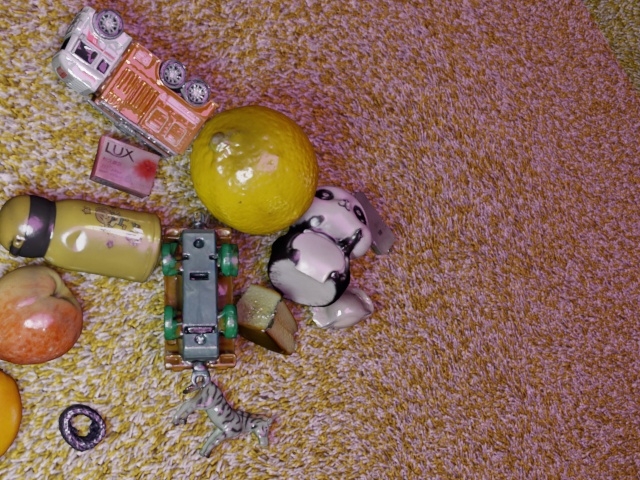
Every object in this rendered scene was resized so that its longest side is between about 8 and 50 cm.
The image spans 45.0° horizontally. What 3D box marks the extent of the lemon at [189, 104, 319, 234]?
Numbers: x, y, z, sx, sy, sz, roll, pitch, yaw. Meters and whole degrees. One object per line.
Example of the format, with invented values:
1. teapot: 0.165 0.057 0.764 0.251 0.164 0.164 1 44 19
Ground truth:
1. lemon: -0.159 -0.172 1.902 0.336 0.336 0.336 4 82 -30

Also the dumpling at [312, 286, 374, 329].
1. dumpling: 0.057 0.182 2.154 0.188 0.108 0.127 -9 62 -18

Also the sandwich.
1. sandwich: -0.138 0.218 2.021 0.122 0.128 0.236 -62 157 -21

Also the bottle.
1. bottle: -0.554 -0.015 1.768 0.351 0.171 0.172 14 77 -29

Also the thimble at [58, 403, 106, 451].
1. thimble: -0.548 0.427 1.777 0.095 0.066 0.104 -22 95 -28

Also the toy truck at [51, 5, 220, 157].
1. toy truck: -0.458 -0.373 1.870 0.387 0.173 0.207 36 76 -25

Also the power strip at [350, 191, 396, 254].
1. power strip: 0.148 -0.046 2.273 0.080 0.029 0.227 -45 106 -29

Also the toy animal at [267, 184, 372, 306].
1. toy animal: 0.000 0.000 2.075 0.251 0.251 0.310 42 55 -20

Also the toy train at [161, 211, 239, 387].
1. toy train: -0.293 0.148 1.868 0.178 0.249 0.429 0 70 -11

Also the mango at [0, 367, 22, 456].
1. mango: -0.719 0.377 1.662 0.144 0.112 0.219 -4 98 -32

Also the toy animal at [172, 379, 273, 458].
1. toy animal: -0.254 0.468 1.942 0.255 0.090 0.170 39 62 -23

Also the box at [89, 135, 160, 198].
1. box: -0.480 -0.179 1.898 0.156 0.060 0.111 19 73 -29

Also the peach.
1. peach: -0.644 0.174 1.692 0.232 0.232 0.233 4 82 -30
